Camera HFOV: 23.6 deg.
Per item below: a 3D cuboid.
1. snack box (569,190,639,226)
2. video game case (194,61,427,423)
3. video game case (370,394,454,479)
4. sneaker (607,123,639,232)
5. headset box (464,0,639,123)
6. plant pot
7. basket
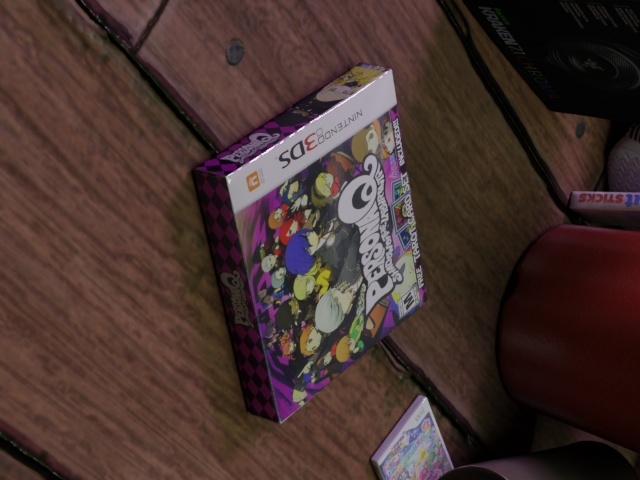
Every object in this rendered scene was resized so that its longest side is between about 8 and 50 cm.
[{"bbox_3d":[0.352,-0.031,1.587,0.064,0.178,0.022,28,70,-51],"label":"snack box"},{"bbox_3d":[0.000,0.000,1.263,0.210,0.042,0.232,-35,127,-39],"label":"video game case"},{"bbox_3d":[0.091,0.220,1.470,0.087,0.011,0.122,-49,134,-31],"label":"video game case"},{"bbox_3d":[0.418,-0.158,1.664,0.210,0.137,0.366,-28,118,-41],"label":"sneaker"},{"bbox_3d":[0.309,-0.210,1.395,0.246,0.283,0.131,41,68,-50],"label":"headset box"},{"bbox_3d":[0.341,0.104,1.544,0.272,0.265,0.272,-20,117,-48],"label":"plant pot"},{"bbox_3d":[0.206,0.291,1.518,0.227,0.154,0.204,18,83,-53],"label":"basket"}]
